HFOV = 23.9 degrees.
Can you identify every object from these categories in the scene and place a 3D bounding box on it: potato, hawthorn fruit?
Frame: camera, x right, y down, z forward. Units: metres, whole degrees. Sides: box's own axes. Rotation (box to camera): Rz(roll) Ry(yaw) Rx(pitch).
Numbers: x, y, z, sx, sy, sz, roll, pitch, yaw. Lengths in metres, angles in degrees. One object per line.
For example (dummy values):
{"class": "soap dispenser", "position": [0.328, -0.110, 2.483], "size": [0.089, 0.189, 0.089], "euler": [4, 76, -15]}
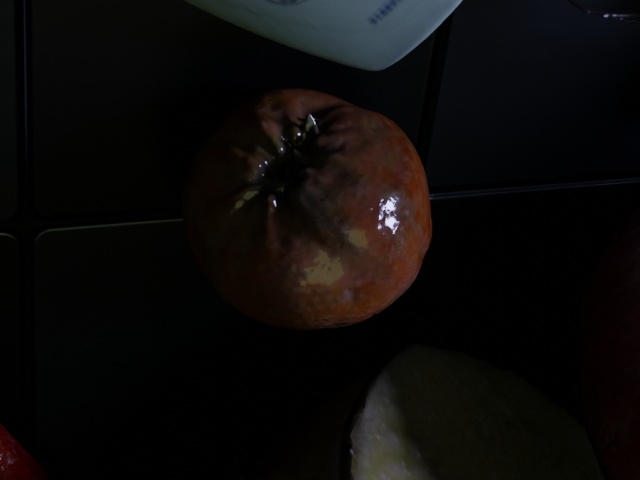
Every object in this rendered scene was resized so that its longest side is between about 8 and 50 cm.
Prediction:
{"class": "potato", "position": [0.078, 0.325, 1.036], "size": [0.442, 0.385, 0.319], "euler": [33, 126, -24]}
{"class": "hawthorn fruit", "position": [0.003, 0.000, 0.893], "size": [0.149, 0.149, 0.189], "euler": [-29, 127, 5]}

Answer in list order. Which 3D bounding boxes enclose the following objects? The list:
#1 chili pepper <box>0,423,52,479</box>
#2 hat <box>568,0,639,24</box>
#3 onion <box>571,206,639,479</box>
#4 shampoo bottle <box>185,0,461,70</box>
{"class": "chili pepper", "position": [-0.224, 0.143, 0.994], "size": [0.050, 0.059, 0.268], "euler": [-54, 134, -25]}
{"class": "hat", "position": [0.232, -0.268, 0.774], "size": [0.238, 0.209, 0.336], "euler": [9, 145, -2]}
{"class": "onion", "position": [0.354, 0.062, 0.934], "size": [0.348, 0.348, 0.385], "euler": [11, 134, -27]}
{"class": "shampoo bottle", "position": [-0.081, -0.200, 0.746], "size": [0.359, 0.078, 0.134], "euler": [27, 120, -35]}
